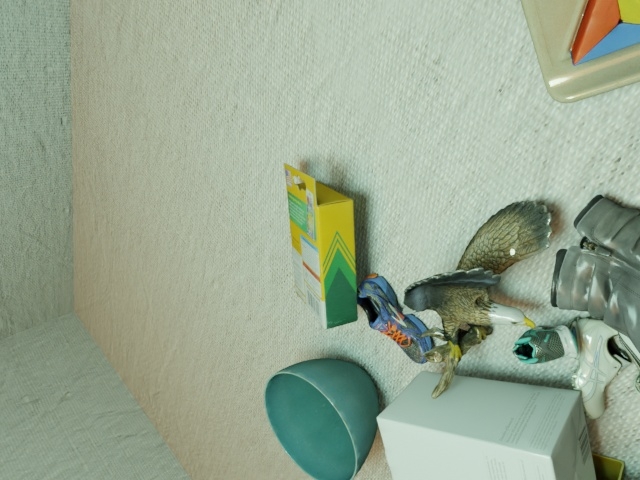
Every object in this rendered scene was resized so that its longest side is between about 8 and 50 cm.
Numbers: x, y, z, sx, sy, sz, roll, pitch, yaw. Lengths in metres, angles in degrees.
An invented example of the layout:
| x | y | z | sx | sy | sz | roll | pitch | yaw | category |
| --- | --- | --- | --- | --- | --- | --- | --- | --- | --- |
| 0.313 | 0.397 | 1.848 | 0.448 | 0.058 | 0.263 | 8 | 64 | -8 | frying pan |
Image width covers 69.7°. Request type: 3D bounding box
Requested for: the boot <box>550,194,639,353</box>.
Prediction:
| x | y | z | sx | sy | sz | roll | pitch | yaw | category |
| --- | --- | --- | --- | --- | --- | --- | --- | --- | --- |
| 0.424 | 0.117 | 0.624 | 0.222 | 0.118 | 0.339 | 16 | 81 | 39 | boot |

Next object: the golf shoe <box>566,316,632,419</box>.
| x | y | z | sx | sy | sz | roll | pitch | yaw | category |
| --- | --- | --- | --- | --- | --- | --- | --- | --- | --- |
| 0.450 | 0.210 | 0.737 | 0.085 | 0.069 | 0.177 | -6 | 104 | 39 | golf shoe |

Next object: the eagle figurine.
| x | y | z | sx | sy | sz | roll | pitch | yaw | category |
| --- | --- | --- | --- | --- | --- | --- | --- | --- | --- |
| 0.251 | 0.084 | 0.772 | 0.224 | 0.226 | 0.299 | -5 | 127 | 8 | eagle figurine |

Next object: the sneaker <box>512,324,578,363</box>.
| x | y | z | sx | sy | sz | roll | pitch | yaw | category |
| --- | --- | --- | --- | --- | --- | --- | --- | --- | --- |
| 0.351 | 0.177 | 0.767 | 0.166 | 0.076 | 0.065 | 90 | 169 | -69 | sneaker |

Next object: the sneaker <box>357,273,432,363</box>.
| x | y | z | sx | sy | sz | roll | pitch | yaw | category |
| --- | --- | --- | --- | --- | --- | --- | --- | --- | --- |
| 0.148 | 0.179 | 0.992 | 0.221 | 0.087 | 0.083 | 49 | 134 | 17 | sneaker |

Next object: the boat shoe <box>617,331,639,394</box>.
| x | y | z | sx | sy | sz | roll | pitch | yaw | category |
| --- | --- | --- | --- | --- | --- | --- | --- | --- | --- |
| 0.506 | 0.217 | 0.675 | 0.219 | 0.077 | 0.070 | 53 | 134 | 11 | boat shoe |

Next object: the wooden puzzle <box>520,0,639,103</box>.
| x | y | z | sx | sy | sz | roll | pitch | yaw | category |
| --- | --- | --- | --- | --- | --- | --- | --- | --- | --- |
| 0.358 | -0.337 | 0.456 | 0.321 | 0.081 | 0.348 | -13 | 121 | 34 | wooden puzzle |

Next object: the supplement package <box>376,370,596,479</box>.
| x | y | z | sx | sy | sz | roll | pitch | yaw | category |
| --- | --- | --- | --- | --- | --- | --- | --- | --- | --- |
| 0.275 | 0.353 | 0.780 | 0.292 | 0.175 | 0.178 | -6 | 104 | 43 | supplement package |

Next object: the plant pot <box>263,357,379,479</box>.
| x | y | z | sx | sy | sz | roll | pitch | yaw | category |
| --- | --- | --- | --- | --- | --- | --- | --- | --- | --- |
| 0.031 | 0.406 | 1.123 | 0.290 | 0.195 | 0.291 | 20 | 121 | 37 | plant pot |

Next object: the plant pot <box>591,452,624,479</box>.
| x | y | z | sx | sy | sz | roll | pitch | yaw | category |
| --- | --- | --- | --- | --- | --- | --- | --- | --- | --- |
| 0.476 | 0.430 | 0.798 | 0.081 | 0.081 | 0.084 | 2 | 115 | 43 | plant pot |

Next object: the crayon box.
| x | y | z | sx | sy | sz | roll | pitch | yaw | category |
| --- | --- | --- | --- | --- | --- | --- | --- | --- | --- |
| 0.000 | 0.000 | 1.003 | 0.203 | 0.083 | 0.324 | -140 | 42 | -62 | crayon box |
